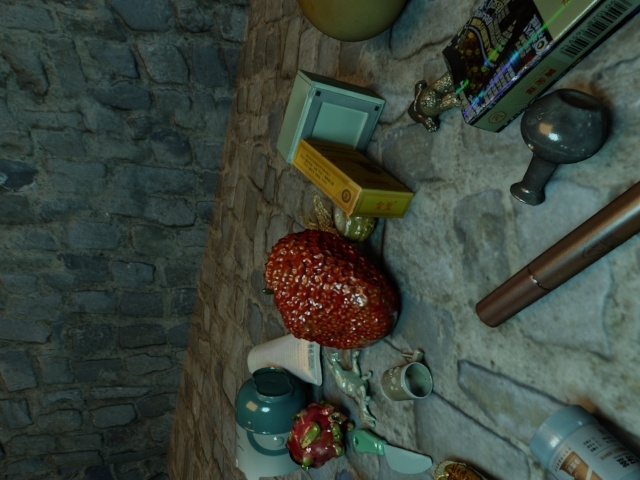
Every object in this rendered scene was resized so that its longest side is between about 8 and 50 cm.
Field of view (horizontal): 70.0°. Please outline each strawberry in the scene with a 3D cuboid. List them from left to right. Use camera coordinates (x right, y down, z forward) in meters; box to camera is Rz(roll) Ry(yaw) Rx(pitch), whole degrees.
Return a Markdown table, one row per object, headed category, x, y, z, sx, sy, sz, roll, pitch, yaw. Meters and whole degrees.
| category | x | y | z | sx | sy | sz | roll | pitch | yaw |
| --- | --- | --- | --- | --- | --- | --- | --- | --- | --- |
| strawberry | 0.039 | 0.134 | 1.143 | 0.351 | 0.267 | 0.312 | 15 | 134 | 35 |

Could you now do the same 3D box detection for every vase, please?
| category | x | y | z | sx | sy | sz | roll | pitch | yaw |
| --- | --- | --- | --- | --- | --- | --- | --- | --- | --- |
| vase | 0.357 | -0.136 | 0.712 | 0.183 | 0.120 | 0.120 | 98 | 159 | -44 |

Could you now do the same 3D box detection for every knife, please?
| category | x | y | z | sx | sy | sz | roll | pitch | yaw |
| --- | --- | --- | --- | --- | --- | --- | --- | --- | --- |
| knife | 0.156 | 0.483 | 1.029 | 0.260 | 0.034 | 0.063 | -11 | 78 | 58 |

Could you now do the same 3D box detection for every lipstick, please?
| category | x | y | z | sx | sy | sz | roll | pitch | yaw |
| --- | --- | --- | --- | --- | --- | --- | --- | --- | --- |
| lipstick | 0.371 | 0.026 | 0.688 | 0.357 | 0.057 | 0.057 | -54 | 39 | 44 |

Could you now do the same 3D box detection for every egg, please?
| category | x | y | z | sx | sy | sz | roll | pitch | yaw |
| --- | --- | --- | --- | --- | --- | --- | --- | --- | --- |
| egg | 0.075 | -0.682 | 1.164 | 0.301 | 0.300 | 0.374 | -58 | 36 | 40 |

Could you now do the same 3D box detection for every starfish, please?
| category | x | y | z | sx | sy | sz | roll | pitch | yaw |
| --- | --- | --- | --- | --- | --- | --- | --- | --- | --- |
| starfish | 0.004 | 0.000 | 1.407 | 0.299 | 0.060 | 0.303 | 124 | 137 | -52 |

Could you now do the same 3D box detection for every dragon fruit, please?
| category | x | y | z | sx | sy | sz | roll | pitch | yaw |
| --- | --- | --- | --- | --- | --- | --- | --- | --- | --- |
| dragon fruit | -0.003 | 0.509 | 1.202 | 0.167 | 0.160 | 0.172 | -82 | 15 | -57 |

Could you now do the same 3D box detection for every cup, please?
| category | x | y | z | sx | sy | sz | roll | pitch | yaw |
| --- | --- | --- | --- | --- | --- | --- | --- | --- | --- |
| cup | -0.152 | 0.532 | 1.387 | 0.289 | 0.219 | 0.258 | -149 | 59 | -73 |
| cup | 0.177 | 0.290 | 0.980 | 0.099 | 0.074 | 0.102 | -39 | 50 | 54 |

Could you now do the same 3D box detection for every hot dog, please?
| category | x | y | z | sx | sy | sz | roll | pitch | yaw |
| --- | --- | --- | --- | --- | --- | --- | --- | --- | --- |
| hot dog | 0.265 | 0.451 | 0.795 | 0.192 | 0.053 | 0.099 | 173 | 99 | -65 |

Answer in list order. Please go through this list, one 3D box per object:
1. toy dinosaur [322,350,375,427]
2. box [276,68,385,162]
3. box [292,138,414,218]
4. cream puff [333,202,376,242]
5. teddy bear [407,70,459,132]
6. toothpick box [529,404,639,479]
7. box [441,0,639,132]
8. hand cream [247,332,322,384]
| category | x | y | z | sx | sy | sz | roll | pitch | yaw |
| --- | --- | --- | --- | --- | --- | --- | --- | --- | --- |
| toy dinosaur | 0.065 | 0.367 | 1.202 | 0.242 | 0.053 | 0.168 | 4 | 94 | 55 |
| box | 0.026 | -0.317 | 1.258 | 0.117 | 0.224 | 0.225 | 58 | 135 | 50 |
| box | 0.073 | -0.154 | 1.124 | 0.274 | 0.174 | 0.076 | 47 | 127 | 41 |
| cream puff | 0.093 | -0.061 | 1.200 | 0.126 | 0.103 | 0.144 | 109 | 154 | -50 |
| teddy bear | 0.240 | -0.300 | 0.993 | 0.160 | 0.077 | 0.120 | -21 | 85 | 64 |
| toothpick box | 0.363 | 0.304 | 0.586 | 0.153 | 0.101 | 0.101 | 50 | 127 | 55 |
| box | 0.356 | -0.360 | 0.777 | 0.310 | 0.084 | 0.198 | -46 | 45 | 50 |
| hand cream | -0.109 | 0.383 | 1.502 | 0.358 | 0.118 | 0.186 | -23 | 62 | 47 |
